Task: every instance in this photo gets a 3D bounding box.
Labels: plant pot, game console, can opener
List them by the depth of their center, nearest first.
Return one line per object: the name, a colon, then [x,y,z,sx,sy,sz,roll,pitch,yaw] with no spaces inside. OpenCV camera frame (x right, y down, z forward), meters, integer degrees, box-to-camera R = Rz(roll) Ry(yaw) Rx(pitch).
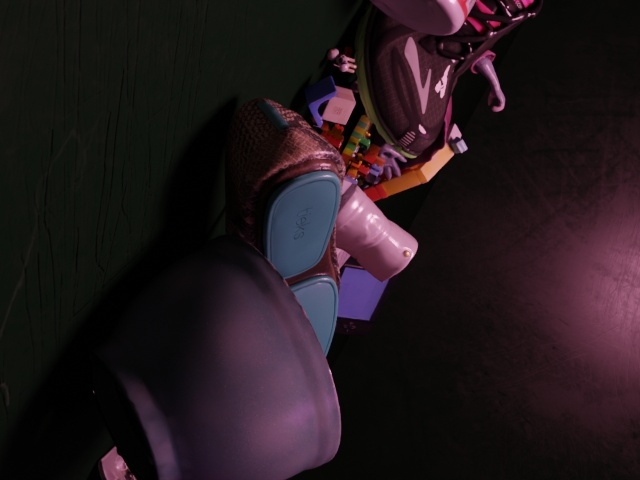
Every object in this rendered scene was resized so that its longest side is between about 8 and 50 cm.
plant pot: [-0.141,0.164,1.039,0.196,0.293,0.293,-24,152,-26]
can opener: [-0.258,0.305,1.395,0.095,0.076,0.283,-30,-174,27]
game console: [0.062,0.166,2.240,0.173,0.250,0.293,-102,-152,-49]

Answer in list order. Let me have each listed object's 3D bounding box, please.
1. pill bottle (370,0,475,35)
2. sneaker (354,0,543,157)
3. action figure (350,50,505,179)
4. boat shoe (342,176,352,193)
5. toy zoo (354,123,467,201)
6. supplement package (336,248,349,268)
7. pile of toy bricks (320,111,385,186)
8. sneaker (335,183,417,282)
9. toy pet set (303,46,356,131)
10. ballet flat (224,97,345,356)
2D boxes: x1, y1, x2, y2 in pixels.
pill bottle: [0.177,-0.428,1.198,0.283,0.161,0.161,-60,170,-6]
sneaker: [0.204,-0.348,1.325,0.185,0.202,0.483,29,80,-38]
action figure: [0.170,-0.302,1.636,0.276,0.248,0.370,47,52,-37]
boat shoe: [-0.033,-0.074,1.294,0.105,0.113,0.306,-55,-174,2]
toy zoo: [0.147,-0.136,1.733,0.293,0.030,0.192,-20,-160,38]
supplement package: [0.000,0.000,1.658,0.179,0.105,0.105,-49,165,-48]
pile of toy bricks: [0.053,-0.155,1.455,0.105,0.118,0.212,-62,178,-5]
sneaker: [0.046,0.002,1.464,0.108,0.169,0.292,-52,-165,-11]
toy pet set: [0.001,-0.206,1.297,0.114,0.065,0.122,-104,-148,-49]
ballet flat: [-0.061,0.016,1.176,0.164,0.182,0.483,-18,142,-19]
